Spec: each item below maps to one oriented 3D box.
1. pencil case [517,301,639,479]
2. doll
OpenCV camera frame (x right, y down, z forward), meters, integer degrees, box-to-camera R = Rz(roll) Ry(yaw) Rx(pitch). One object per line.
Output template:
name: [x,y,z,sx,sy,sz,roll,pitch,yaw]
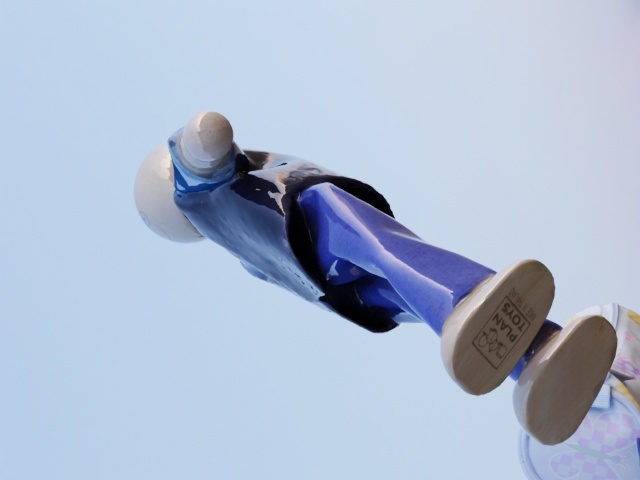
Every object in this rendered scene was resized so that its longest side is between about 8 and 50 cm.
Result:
pencil case: [0.244,0.140,1.309,0.273,0.113,0.124,-35,-65,-72]
doll: [0.000,0.000,0.469,0.129,0.189,0.046,37,-98,-41]
